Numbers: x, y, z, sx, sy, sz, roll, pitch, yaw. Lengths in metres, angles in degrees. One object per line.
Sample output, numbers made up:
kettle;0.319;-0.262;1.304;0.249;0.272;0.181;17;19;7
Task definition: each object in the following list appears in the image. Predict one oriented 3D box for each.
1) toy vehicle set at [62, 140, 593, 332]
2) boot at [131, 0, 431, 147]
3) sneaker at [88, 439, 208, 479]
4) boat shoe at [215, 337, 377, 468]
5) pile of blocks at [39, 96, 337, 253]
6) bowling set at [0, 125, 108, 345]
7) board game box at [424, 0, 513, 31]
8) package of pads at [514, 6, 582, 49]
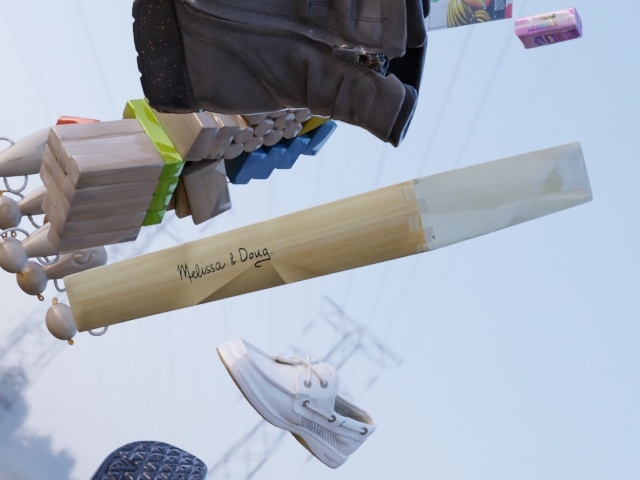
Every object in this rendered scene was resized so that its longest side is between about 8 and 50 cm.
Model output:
toy vehicle set;0.000;0.000;0.744;0.267;0.166;0.035;-15;-90;40
boot;-0.029;-0.226;0.902;0.223;0.118;0.338;7;-46;19
sneaker;-0.186;0.260;1.132;0.084;0.235;0.097;29;-60;17
boat shoe;-0.023;0.181;1.580;0.277;0.096;0.098;44;11;-46
pile of blocks;-0.101;-0.114;1.191;0.112;0.362;0.149;57;-17;29
bowling set;-0.372;0.005;1.731;0.287;0.154;0.200;68;-22;0
board game box;0.205;-0.462;1.856;0.053;0.193;0.305;23;-60;45
package of pads;0.301;-0.279;1.700;0.083;0.032;0.050;-9;-16;21
